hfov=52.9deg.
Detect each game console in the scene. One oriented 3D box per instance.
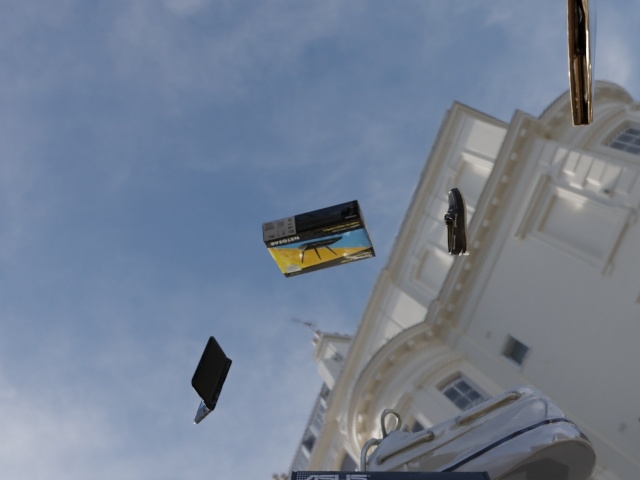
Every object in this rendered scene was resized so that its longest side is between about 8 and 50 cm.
[{"bbox_3d":[-0.219,0.262,1.209,0.071,0.122,0.107,34,-53,-13],"label":"game console"}]

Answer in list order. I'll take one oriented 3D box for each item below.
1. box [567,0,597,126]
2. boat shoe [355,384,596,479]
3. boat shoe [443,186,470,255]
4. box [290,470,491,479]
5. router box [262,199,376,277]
[{"bbox_3d":[0.273,-0.245,0.669,0.164,0.021,0.201,66,-146,-40],"label":"box"},{"bbox_3d":[0.102,0.262,0.721,0.367,0.156,0.136,-29,-60,2],"label":"boat shoe"},{"bbox_3d":[0.237,-0.034,1.136,0.038,0.046,0.125,-4,-101,-5],"label":"boat shoe"},{"bbox_3d":[0.064,0.256,0.529,0.190,0.184,0.045,0,-76,2],"label":"box"},{"bbox_3d":[0.000,0.000,1.171,0.178,0.046,0.133,-14,-36,10],"label":"router box"}]
